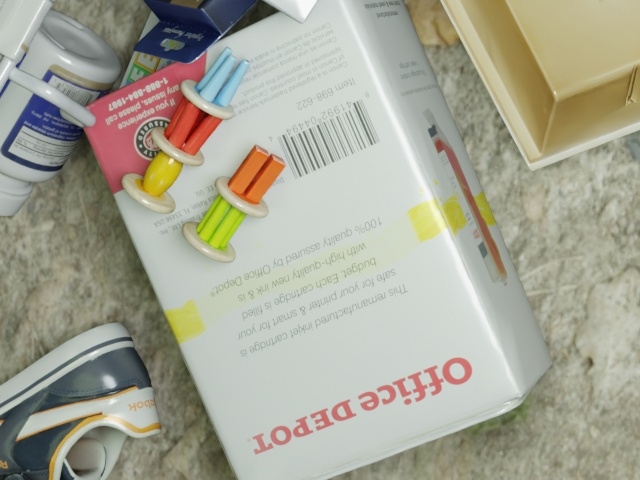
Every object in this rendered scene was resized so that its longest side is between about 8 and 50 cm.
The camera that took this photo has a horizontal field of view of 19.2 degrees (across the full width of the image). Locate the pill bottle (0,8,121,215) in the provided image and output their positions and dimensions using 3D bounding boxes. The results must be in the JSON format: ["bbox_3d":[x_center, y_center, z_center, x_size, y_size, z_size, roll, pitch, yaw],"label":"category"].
[{"bbox_3d":[-0.284,-0.121,1.828,0.112,0.112,0.187,40,110,14],"label":"pill bottle"}]

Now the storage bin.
[{"bbox_3d":[0.239,-0.233,1.530,0.262,0.123,0.260,-20,113,25],"label":"storage bin"}]

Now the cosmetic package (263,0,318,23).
[{"bbox_3d":[-0.034,-0.404,1.484,0.284,0.097,0.377,31,97,-11],"label":"cosmetic package"}]

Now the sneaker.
[{"bbox_3d":[-0.299,0.212,1.872,0.321,0.126,0.127,-33,78,22],"label":"sneaker"}]

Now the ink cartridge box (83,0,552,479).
[{"bbox_3d":[0.000,0.000,1.678,0.279,0.160,0.385,-23,90,21],"label":"ink cartridge box"}]

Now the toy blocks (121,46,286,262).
[{"bbox_3d":[-0.082,-0.074,1.581,0.123,0.054,0.148,38,108,12],"label":"toy blocks"}]

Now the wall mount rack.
[{"bbox_3d":[-0.278,-0.255,1.666,0.304,0.130,0.350,27,86,26],"label":"wall mount rack"}]

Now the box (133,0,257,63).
[{"bbox_3d":[-0.071,-0.247,1.656,0.225,0.136,0.036,-47,118,-12],"label":"box"}]

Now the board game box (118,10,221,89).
[{"bbox_3d":[-0.143,-0.132,1.811,0.103,0.026,0.154,30,108,17],"label":"board game box"}]
